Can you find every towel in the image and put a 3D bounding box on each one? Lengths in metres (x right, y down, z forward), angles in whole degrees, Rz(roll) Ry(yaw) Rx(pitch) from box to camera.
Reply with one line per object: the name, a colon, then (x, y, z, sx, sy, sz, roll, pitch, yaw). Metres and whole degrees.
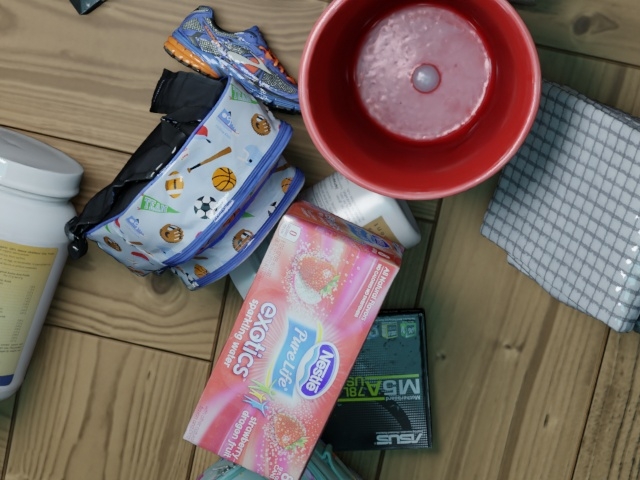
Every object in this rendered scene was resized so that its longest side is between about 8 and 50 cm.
towel: (0.338, -0.042, 1.816, 0.121, 0.283, 0.235, 6, 110, -35)

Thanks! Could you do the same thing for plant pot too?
plant pot: (0.121, -0.193, 1.810, 0.274, 0.243, 0.275, 1, 99, 5)

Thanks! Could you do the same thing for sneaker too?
sneaker: (-0.086, -0.226, 1.908, 0.221, 0.083, 0.087, 27, 93, -3)

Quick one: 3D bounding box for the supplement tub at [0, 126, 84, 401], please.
supplement tub: (-0.440, 0.024, 1.904, 0.228, 0.228, 0.316, 22, 100, 1)

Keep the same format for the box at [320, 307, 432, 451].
box: (0.048, 0.184, 1.981, 0.190, 0.045, 0.184, -2, 98, 6)

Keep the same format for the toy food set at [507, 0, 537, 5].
toy food set: (0.181, -0.453, 1.850, 0.219, 0.092, 0.306, 10, 99, 15)

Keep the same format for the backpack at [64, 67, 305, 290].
backpack: (-0.148, -0.070, 1.812, 0.213, 0.263, 0.277, 33, 72, -9)

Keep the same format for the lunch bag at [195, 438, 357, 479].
lunch bag: (-0.033, 0.379, 1.965, 0.224, 0.108, 0.279, -38, 99, 22)

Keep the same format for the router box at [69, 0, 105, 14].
router box: (-0.270, -0.390, 1.911, 0.179, 0.046, 0.133, -33, 96, 10)

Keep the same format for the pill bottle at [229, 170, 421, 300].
pill bottle: (0.000, 0.000, 1.910, 0.229, 0.131, 0.131, -30, 96, 9)

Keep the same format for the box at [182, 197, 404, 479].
box: (-0.029, 0.121, 1.793, 0.154, 0.142, 0.300, 26, 101, 0)

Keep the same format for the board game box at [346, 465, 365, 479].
board game box: (0.041, 0.364, 2.024, 0.090, 0.020, 0.090, 42, 102, -3)
